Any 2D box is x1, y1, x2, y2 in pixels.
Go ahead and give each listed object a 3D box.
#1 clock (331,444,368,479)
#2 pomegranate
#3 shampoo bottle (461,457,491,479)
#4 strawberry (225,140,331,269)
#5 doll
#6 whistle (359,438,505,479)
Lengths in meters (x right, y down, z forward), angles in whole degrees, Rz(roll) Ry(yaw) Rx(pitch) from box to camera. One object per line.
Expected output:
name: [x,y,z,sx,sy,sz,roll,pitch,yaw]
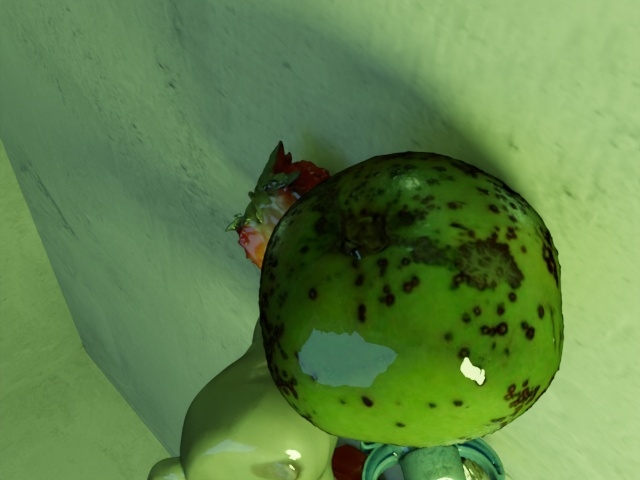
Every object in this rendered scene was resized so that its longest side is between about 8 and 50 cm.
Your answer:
clock: [0.077,0.457,1.357,0.113,0.061,0.155,6,130,58]
pomegranate: [0.105,0.076,0.705,0.285,0.285,0.341,28,169,43]
shampoo bottle: [0.239,0.386,1.000,0.227,0.056,0.086,56,-176,-3]
strawberry: [0.010,-0.005,0.909,0.228,0.098,0.174,37,134,8]
doll: [-0.036,0.206,0.948,0.226,0.370,0.214,6,128,35]
whistle: [0.134,0.265,0.933,0.093,0.180,0.269,96,167,-50]
